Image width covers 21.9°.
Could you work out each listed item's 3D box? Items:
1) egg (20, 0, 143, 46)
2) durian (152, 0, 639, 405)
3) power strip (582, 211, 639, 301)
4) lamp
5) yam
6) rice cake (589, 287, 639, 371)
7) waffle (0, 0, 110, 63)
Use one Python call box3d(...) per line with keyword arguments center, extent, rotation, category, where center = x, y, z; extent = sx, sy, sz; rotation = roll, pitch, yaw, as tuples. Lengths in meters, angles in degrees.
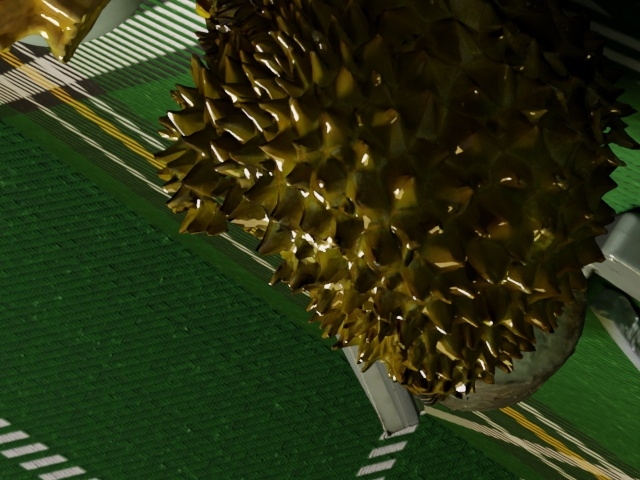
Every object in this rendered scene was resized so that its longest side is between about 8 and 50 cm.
box3d(center=(-0.181, -0.205, 1.118), extent=(0.149, 0.149, 0.192), rotation=(33, 171, -2), category="egg")
box3d(center=(0.042, -0.057, 0.916), extent=(0.258, 0.258, 0.293), rotation=(41, -176, -43), category="durian")
box3d(center=(0.291, 0.056, 1.167), extent=(0.216, 0.061, 0.145), rotation=(32, 172, 0), category="power strip")
box3d(center=(0.000, 0.000, 1.404), extent=(0.269, 0.047, 0.266), rotation=(67, 177, -48), category="lamp")
box3d(center=(0.145, 0.070, 1.449), extent=(0.161, 0.161, 0.268), rotation=(32, 172, 9), category="yam")
box3d(center=(0.288, 0.094, 1.486), extent=(0.042, 0.030, 0.180), rotation=(33, 173, 39), category="rice cake")
box3d(center=(-0.171, -0.198, 0.919), extent=(0.160, 0.211, 0.055), rotation=(34, 171, -2), category="waffle")
